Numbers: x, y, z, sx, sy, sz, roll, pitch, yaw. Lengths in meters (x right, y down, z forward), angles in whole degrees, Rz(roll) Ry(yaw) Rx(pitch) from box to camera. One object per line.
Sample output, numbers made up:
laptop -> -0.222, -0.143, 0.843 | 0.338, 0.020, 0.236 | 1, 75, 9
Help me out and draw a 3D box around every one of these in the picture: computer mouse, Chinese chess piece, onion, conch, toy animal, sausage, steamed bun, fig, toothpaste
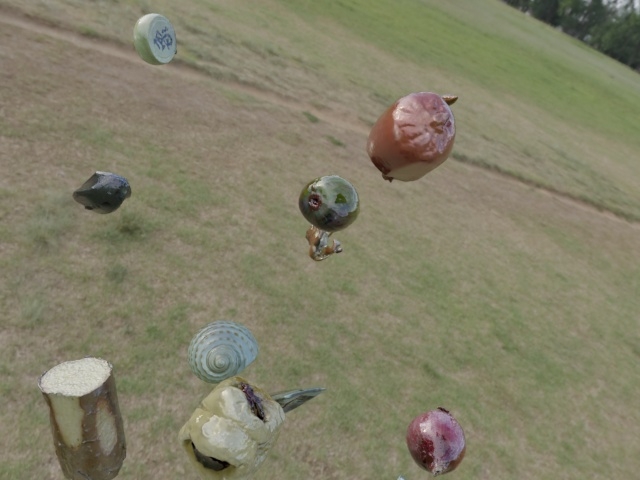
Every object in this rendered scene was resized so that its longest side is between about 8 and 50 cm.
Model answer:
computer mouse -> -0.412, -0.081, 1.024 | 0.079, 0.135, 0.047 | 45, 40, -37
Chinese chess piece -> -0.483, -0.589, 1.605 | 0.059, 0.144, 0.144 | 6, 21, 21
onion -> 0.299, 0.536, 1.407 | 0.160, 0.159, 0.195 | 25, 21, -2
conch -> -0.188, 0.204, 1.055 | 0.135, 0.102, 0.153 | -9, 29, -11
toy animal -> 0.000, 0.000, 2.044 | 0.097, 0.157, 0.312 | 24, 26, -15
sausage -> 0.161, -0.184, 0.999 | 0.148, 0.148, 0.254 | 20, -5, -12
steamed bun -> -0.147, 0.295, 0.869 | 0.141, 0.155, 0.172 | 31, 67, 17
fig -> 0.050, -0.088, 1.351 | 0.149, 0.149, 0.245 | 39, 19, 23
toothpaste -> -0.122, 0.373, 1.211 | 0.099, 0.392, 0.061 | -3, 69, -34

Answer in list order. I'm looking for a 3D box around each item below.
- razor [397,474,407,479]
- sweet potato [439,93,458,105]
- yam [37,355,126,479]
razor -> 0.238, 0.588, 1.237 | 0.111, 0.056, 0.278 | 36, -11, 11
sweet potato -> 0.337, -0.376, 1.474 | 0.034, 0.034, 0.095 | 11, 2, -27
yam -> -0.461, 0.361, 1.079 | 0.129, 0.238, 0.128 | 12, 23, 36
